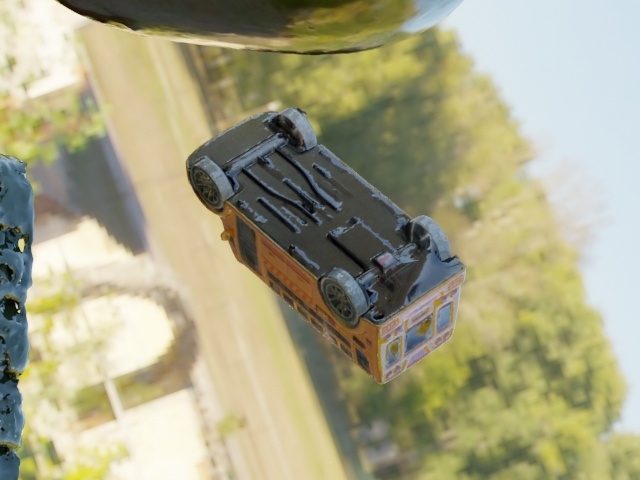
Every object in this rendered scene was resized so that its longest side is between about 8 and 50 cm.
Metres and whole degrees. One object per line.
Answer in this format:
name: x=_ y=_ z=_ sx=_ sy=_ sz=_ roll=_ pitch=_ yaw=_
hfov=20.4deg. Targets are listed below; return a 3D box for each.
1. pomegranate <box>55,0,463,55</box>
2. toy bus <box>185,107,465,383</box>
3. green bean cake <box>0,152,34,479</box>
pomegranate: x=-0.025 y=-0.127 z=0.467 sx=0.210 sy=0.180 sz=0.180 roll=-53 pitch=125 yaw=-67
toy bus: x=0.000 y=0.000 z=0.947 sx=0.162 sy=0.069 sz=0.074 roll=41 pitch=-30 yaw=32
green bean cake: x=-0.295 y=0.063 z=1.044 sx=0.132 sy=0.241 sz=0.255 roll=18 pitch=74 yaw=-63
